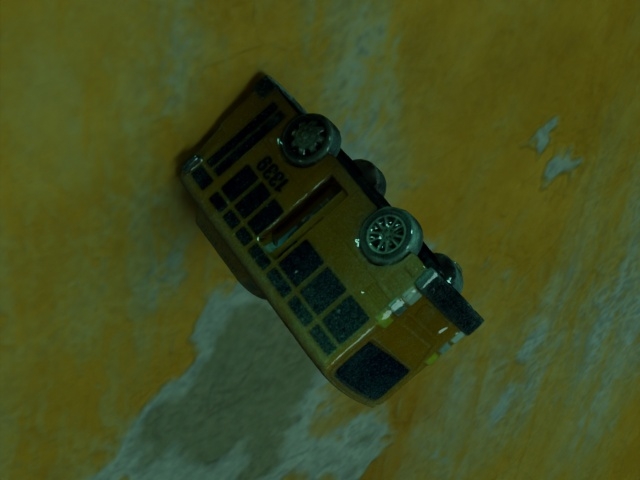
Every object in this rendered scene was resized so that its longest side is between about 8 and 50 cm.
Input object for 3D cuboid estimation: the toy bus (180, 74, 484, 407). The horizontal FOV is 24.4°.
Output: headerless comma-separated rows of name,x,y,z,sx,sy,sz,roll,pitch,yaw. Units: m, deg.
toy bus,0.000,0.000,0.861,0.103,0.182,0.091,-41,147,5
